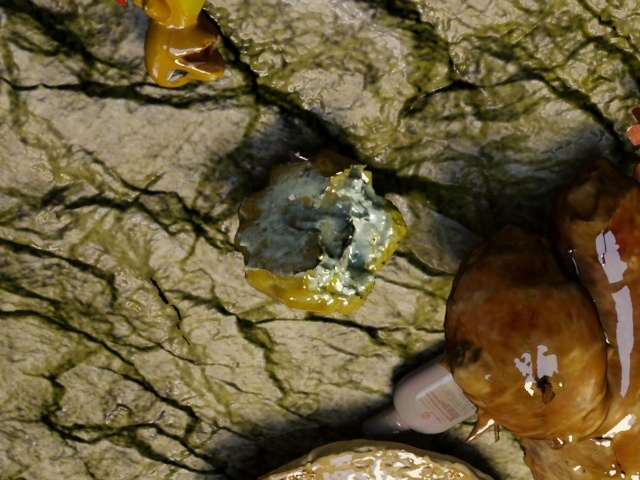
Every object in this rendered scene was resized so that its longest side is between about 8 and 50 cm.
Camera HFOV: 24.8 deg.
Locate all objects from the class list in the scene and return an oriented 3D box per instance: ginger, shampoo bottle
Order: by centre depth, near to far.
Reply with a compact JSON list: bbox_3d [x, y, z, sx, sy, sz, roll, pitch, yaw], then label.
[{"bbox_3d":[0.234,0.150,1.378,0.254,0.176,0.418,-33,125,-23],"label":"ginger"},{"bbox_3d":[0.118,0.159,1.484,0.165,0.040,0.080,-32,120,18],"label":"shampoo bottle"}]

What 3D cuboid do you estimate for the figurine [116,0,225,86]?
[{"bbox_3d":[-0.140,-0.209,1.239,0.122,0.121,0.176,18,135,21],"label":"figurine"}]

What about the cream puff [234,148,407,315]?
[{"bbox_3d":[0.001,0.001,1.337,0.121,0.156,0.156,-8,127,42],"label":"cream puff"}]

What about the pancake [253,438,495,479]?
[{"bbox_3d":[0.049,0.354,1.578,0.387,0.082,0.387,-1,127,-1],"label":"pancake"}]

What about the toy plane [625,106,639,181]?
[{"bbox_3d":[0.366,-0.109,1.309,0.189,0.061,0.130,-16,143,6],"label":"toy plane"}]
